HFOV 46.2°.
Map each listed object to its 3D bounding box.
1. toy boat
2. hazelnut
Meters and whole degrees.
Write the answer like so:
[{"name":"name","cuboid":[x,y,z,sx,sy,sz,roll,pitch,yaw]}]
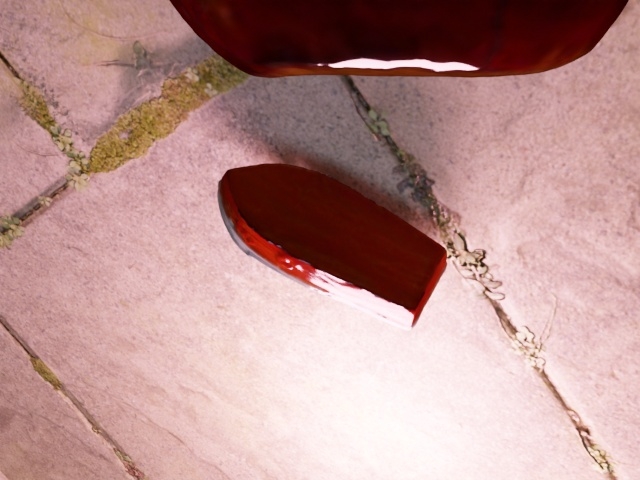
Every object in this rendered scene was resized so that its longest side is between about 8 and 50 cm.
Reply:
[{"name":"toy boat","cuboid":[0.000,0.000,1.012,0.331,0.145,0.133,29,158,8]},{"name":"hazelnut","cuboid":[0.067,-0.308,0.618,0.429,0.402,0.402,4,123,34]}]
